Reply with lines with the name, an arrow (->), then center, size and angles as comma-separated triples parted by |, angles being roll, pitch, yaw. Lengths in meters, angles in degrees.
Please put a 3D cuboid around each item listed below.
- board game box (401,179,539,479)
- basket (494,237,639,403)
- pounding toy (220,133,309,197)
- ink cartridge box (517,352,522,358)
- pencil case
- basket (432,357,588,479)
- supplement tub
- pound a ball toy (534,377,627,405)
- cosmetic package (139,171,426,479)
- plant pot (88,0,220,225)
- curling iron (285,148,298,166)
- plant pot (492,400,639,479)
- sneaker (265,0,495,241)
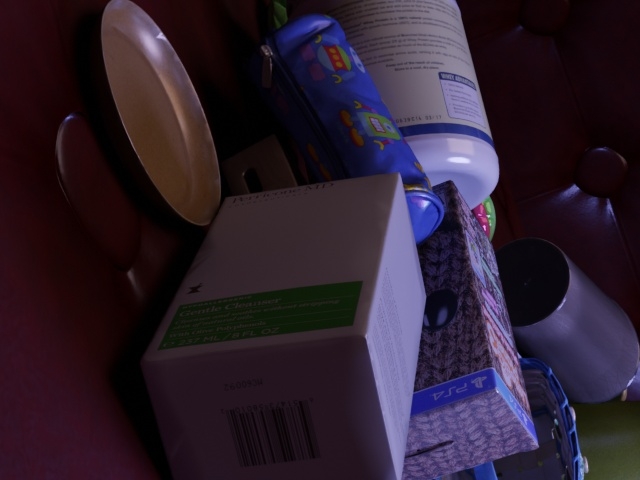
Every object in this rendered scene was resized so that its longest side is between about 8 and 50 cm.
board game box -> 0.090, 0.115, 1.558 | 0.141, 0.232, 0.291 | 52, 23, -47
basket -> 0.313, 0.099, 1.863 | 0.204, 0.154, 0.227 | 50, 6, 37
pounding toy -> -0.057, -0.025, 1.521 | 0.130, 0.100, 0.141 | 55, 9, -46
ink cartridge box -> 0.187, 0.123, 1.999 | 0.237, 0.172, 0.100 | 43, 32, -59
pencil case -> 0.020, -0.121, 1.542 | 0.133, 0.119, 0.306 | 8, 46, -47
basket -> 0.227, 0.255, 1.777 | 0.289, 0.201, 0.255 | 45, 29, -53
supplement tub -> 0.080, -0.192, 1.749 | 0.235, 0.235, 0.325 | 38, 38, -63
pound a ball toy -> 0.343, 0.205, 2.176 | 0.208, 0.319, 0.136 | 15, 70, -36
cosmetic package -> -0.017, 0.079, 1.263 | 0.365, 0.196, 0.155 | -76, 155, -66
plant pot -> -0.165, -0.121, 1.353 | 0.236, 0.032, 0.236 | -19, 90, -75
curling iron -> 0.000, 0.000, 1.766 | 0.068, 0.035, 0.274 | -74, 141, -65
plant pot -> 0.386, 0.389, 2.011 | 0.366, 0.353, 0.367 | -20, 90, -75
sneaker -> 0.058, -0.156, 1.992 | 0.483, 0.185, 0.202 | 60, -23, -5
